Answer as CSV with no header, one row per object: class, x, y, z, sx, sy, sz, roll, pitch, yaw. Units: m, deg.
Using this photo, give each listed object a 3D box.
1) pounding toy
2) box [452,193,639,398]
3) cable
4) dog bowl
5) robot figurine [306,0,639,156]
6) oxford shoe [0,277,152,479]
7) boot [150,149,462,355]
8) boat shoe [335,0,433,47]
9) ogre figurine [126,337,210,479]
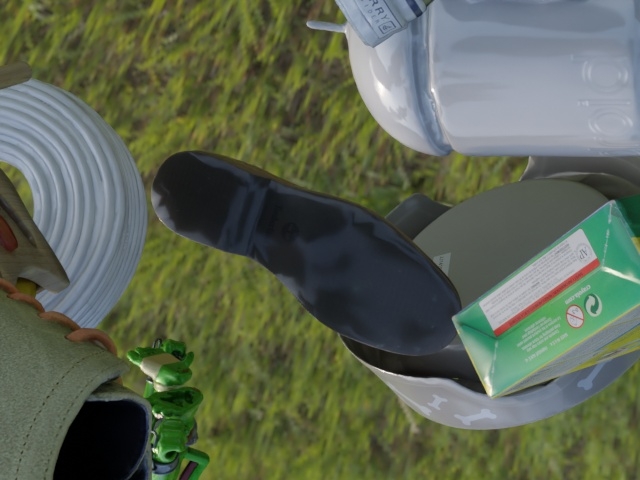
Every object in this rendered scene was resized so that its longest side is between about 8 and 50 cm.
pounding toy,-0.213,-0.009,0.845,0.154,0.154,0.269,-30,165,3
box,0.153,0.010,0.563,0.179,0.043,0.105,-9,158,-39
cable,-0.277,-0.020,1.112,0.257,0.257,0.089,50,175,12
dog bowl,0.191,0.045,1.348,0.348,0.349,0.102,-9,126,32
robot figurine,0.173,-0.169,1.103,0.353,0.200,0.300,2,161,23
oxford shoe,-0.136,0.067,0.509,0.146,0.397,0.140,-25,146,0
boot,0.000,0.000,1.236,0.305,0.115,0.112,29,103,10
boat shoe,0.031,-0.210,0.805,0.094,0.302,0.109,-28,126,8
ogre figurine,-0.144,0.175,1.208,0.096,0.197,0.118,4,109,-29
